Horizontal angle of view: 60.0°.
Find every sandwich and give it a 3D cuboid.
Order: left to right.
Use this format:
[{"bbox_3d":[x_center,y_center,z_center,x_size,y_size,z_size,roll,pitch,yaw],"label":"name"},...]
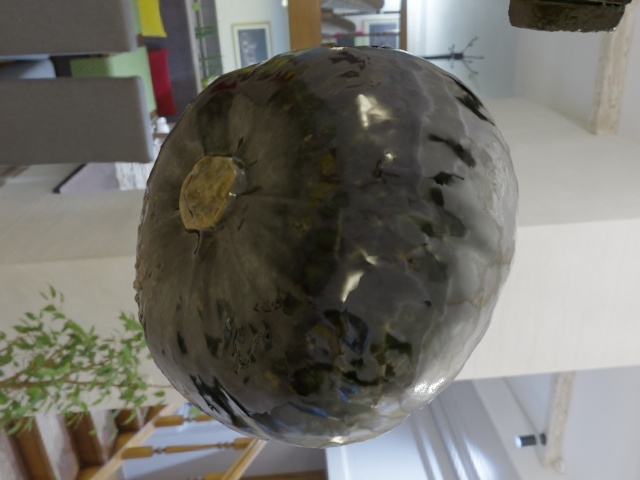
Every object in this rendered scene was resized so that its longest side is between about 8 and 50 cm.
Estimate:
[{"bbox_3d":[0.395,-0.392,0.856,0.160,0.184,0.109,-44,146,-38],"label":"sandwich"}]

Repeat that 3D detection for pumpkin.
[{"bbox_3d":[0.000,0.000,0.630,0.344,0.454,0.455,29,45,-43],"label":"pumpkin"}]
